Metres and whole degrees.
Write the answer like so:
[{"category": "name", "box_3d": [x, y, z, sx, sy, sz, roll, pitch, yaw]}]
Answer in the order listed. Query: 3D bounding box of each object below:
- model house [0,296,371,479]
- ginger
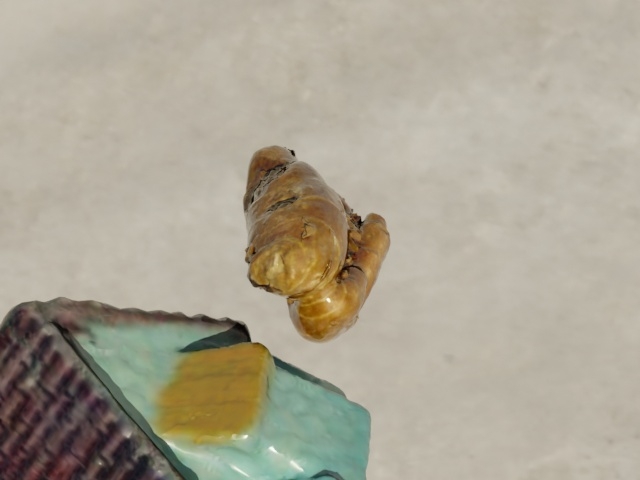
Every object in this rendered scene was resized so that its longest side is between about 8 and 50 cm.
[{"category": "model house", "box_3d": [-0.144, 0.169, 0.959, 0.280, 0.248, 0.230, -52, 20, 33]}, {"category": "ginger", "box_3d": [0.000, 0.000, 1.030, 0.073, 0.103, 0.162, -31, 29, 14]}]
